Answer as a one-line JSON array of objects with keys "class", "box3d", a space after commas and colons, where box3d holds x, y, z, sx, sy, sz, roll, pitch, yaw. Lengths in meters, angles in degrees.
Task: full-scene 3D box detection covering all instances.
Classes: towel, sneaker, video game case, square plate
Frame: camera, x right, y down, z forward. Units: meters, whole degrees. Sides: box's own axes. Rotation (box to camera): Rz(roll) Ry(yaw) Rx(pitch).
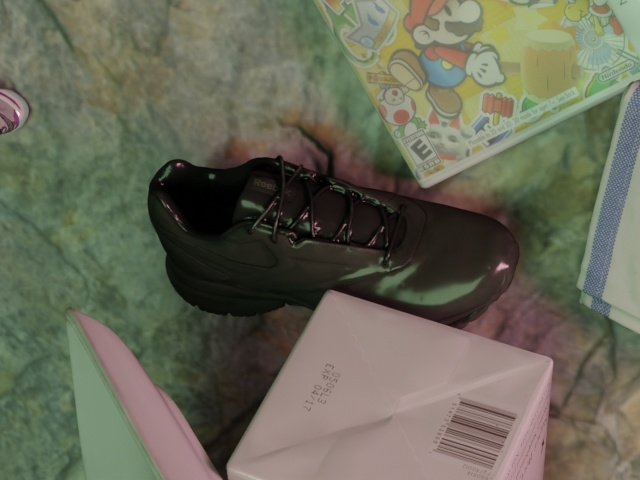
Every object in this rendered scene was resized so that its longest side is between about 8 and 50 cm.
[{"class": "towel", "box3d": [0.309, 0.023, 1.303, 0.285, 0.034, 0.209, 26, 138, 21]}, {"class": "sneaker", "box3d": [0.000, 0.000, 1.415, 0.286, 0.109, 0.130, 2, 146, 21]}, {"class": "video game case", "box3d": [0.113, -0.169, 1.366, 0.227, 0.026, 0.206, -26, 98, 31]}, {"class": "square plate", "box3d": [-0.077, 0.262, 1.373, 0.344, 0.049, 0.347, 53, 157, 35]}, {"class": "sneaker", "box3d": [-0.285, -0.113, 1.543, 0.098, 0.069, 0.038, 29, 120, 11]}]

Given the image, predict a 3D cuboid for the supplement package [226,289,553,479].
[{"class": "supplement package", "box3d": [0.053, 0.212, 1.411, 0.175, 0.177, 0.293, 17, 141, 17]}]
